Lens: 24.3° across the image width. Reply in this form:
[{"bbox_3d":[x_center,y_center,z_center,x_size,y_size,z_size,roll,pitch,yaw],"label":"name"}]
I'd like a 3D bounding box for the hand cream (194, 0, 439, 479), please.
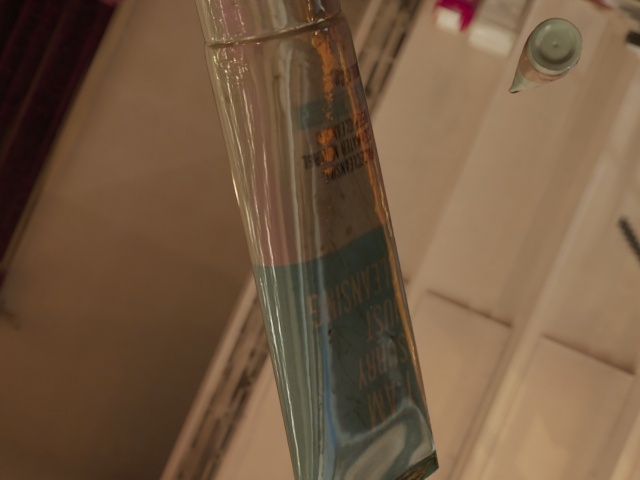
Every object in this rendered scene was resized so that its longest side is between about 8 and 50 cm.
[{"bbox_3d":[0.000,0.000,0.732,0.070,0.312,0.111,0,-159,41],"label":"hand cream"}]

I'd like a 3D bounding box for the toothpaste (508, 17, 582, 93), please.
[{"bbox_3d":[0.157,-0.124,1.029,0.036,0.056,0.205,61,-174,2],"label":"toothpaste"}]
